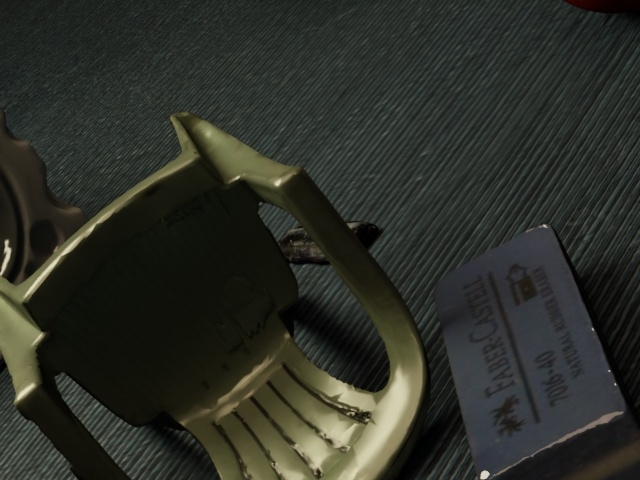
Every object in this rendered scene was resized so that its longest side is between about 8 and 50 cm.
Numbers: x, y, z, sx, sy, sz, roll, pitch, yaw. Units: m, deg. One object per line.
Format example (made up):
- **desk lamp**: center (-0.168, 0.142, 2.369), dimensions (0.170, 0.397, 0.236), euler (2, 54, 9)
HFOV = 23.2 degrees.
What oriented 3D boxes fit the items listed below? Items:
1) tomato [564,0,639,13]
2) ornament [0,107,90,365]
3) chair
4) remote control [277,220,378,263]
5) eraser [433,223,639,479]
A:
- **tomato**: center (0.229, -0.246, 1.114), dimensions (0.195, 0.136, 0.195), euler (-26, 26, 14)
- **ornament**: center (-0.386, 0.004, 1.341), dimensions (0.240, 0.240, 0.239), euler (-10, 34, 47)
- **chair**: center (-0.070, 0.056, 0.930), dimensions (0.203, 0.190, 0.275), euler (-39, 16, -5)
- **remote control**: center (0.000, 0.000, 1.115), dimensions (0.096, 0.014, 0.039), euler (-2, 41, 53)
- **eraser**: center (0.112, 0.069, 0.812), dimensions (0.082, 0.036, 0.225), euler (-29, 24, 11)
